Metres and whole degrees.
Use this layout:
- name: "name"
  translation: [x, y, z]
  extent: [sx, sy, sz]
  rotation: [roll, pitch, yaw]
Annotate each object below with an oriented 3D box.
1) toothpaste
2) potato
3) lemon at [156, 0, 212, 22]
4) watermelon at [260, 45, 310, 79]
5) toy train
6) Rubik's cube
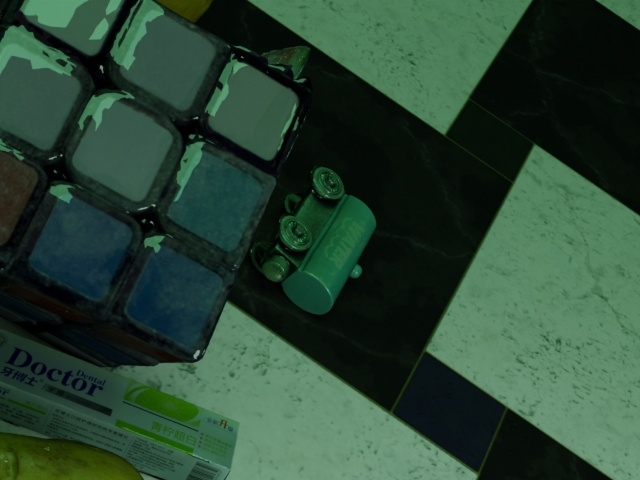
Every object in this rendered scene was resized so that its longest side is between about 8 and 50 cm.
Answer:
- name: "toothpaste"
  translation: [-0.265, 0.206, 1.525]
  extent: [0.336, 0.067, 0.081]
  rotation: [24, 39, -12]
- name: "potato"
  translation: [-0.327, 0.280, 1.355]
  extent: [0.300, 0.140, 0.173]
  rotation: [13, 38, -31]
- name: "lemon"
  translation: [-0.283, -0.447, 2.019]
  extent: [0.253, 0.228, 0.228]
  rotation: [25, 40, -28]
- name: "watermelon"
  translation: [-0.091, -0.253, 2.064]
  extent: [0.180, 0.081, 0.094]
  rotation: [-28, 87, -9]
- name: "toy train"
  translation: [0.000, 0.000, 1.881]
  extent: [0.159, 0.101, 0.248]
  rotation: [42, 41, -11]
- name: "Rubik's cube"
  translation: [-0.271, -0.074, 1.456]
  extent: [0.362, 0.359, 0.363]
  rotation: [29, 75, -23]
